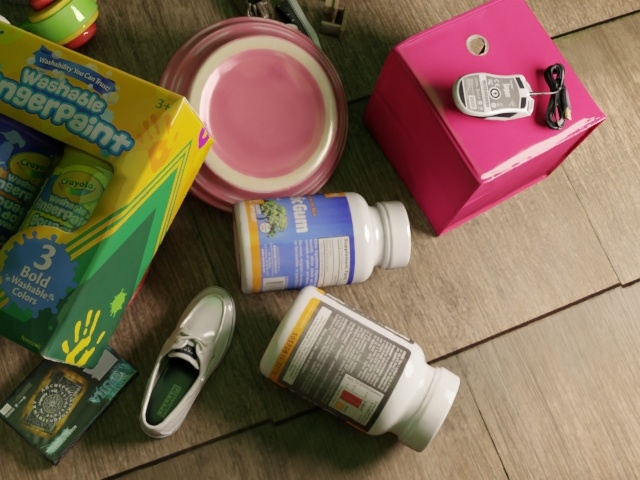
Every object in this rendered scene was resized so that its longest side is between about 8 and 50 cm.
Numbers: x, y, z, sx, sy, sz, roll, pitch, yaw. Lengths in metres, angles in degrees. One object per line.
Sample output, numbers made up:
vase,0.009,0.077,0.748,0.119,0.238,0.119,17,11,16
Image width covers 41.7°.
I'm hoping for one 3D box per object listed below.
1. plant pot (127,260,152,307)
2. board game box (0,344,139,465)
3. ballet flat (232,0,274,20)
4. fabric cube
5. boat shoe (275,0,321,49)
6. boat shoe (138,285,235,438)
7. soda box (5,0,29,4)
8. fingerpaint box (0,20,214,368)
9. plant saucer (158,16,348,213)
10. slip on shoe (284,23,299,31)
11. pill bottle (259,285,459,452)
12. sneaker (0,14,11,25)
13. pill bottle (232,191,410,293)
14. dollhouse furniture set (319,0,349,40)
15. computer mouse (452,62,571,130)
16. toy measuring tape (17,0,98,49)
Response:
plant pot,-0.372,0.020,1.294,0.174,0.191,0.191,25,70,12
board game box,-0.390,0.235,1.299,0.126,0.026,0.186,39,71,7
ballet flat,-0.160,-0.492,1.555,0.084,0.058,0.250,-26,76,-15
fabric cube,0.258,-0.204,1.399,0.254,0.259,0.258,-27,77,-15
boat shoe,-0.039,-0.383,1.541,0.040,0.049,0.142,-24,69,-8
boat shoe,-0.202,0.184,1.307,0.095,0.084,0.258,20,71,1
soda box,-0.527,-0.536,1.523,0.074,0.069,0.216,4,72,-6
fingerpaint box,-0.435,-0.090,1.147,0.445,0.163,0.371,25,80,13
plant saucer,-0.102,-0.204,1.383,0.332,0.084,0.332,-1,94,-19
slip on shoe,-0.164,-0.270,1.461,0.331,0.123,0.101,-40,104,-18
pill bottle,0.060,0.199,1.290,0.278,0.162,0.162,29,71,4
sneaker,-0.680,-0.271,1.401,0.236,0.130,0.322,20,79,15
pill bottle,0.000,0.000,1.356,0.272,0.152,0.152,-6,72,-9
dollhouse furniture set,0.070,-0.473,1.509,0.101,0.182,0.161,12,70,-3
computer mouse,0.280,-0.214,1.252,0.193,0.042,0.106,-2,79,-15
toy measuring tape,-0.405,-0.436,1.474,0.121,0.121,0.330,39,72,7
